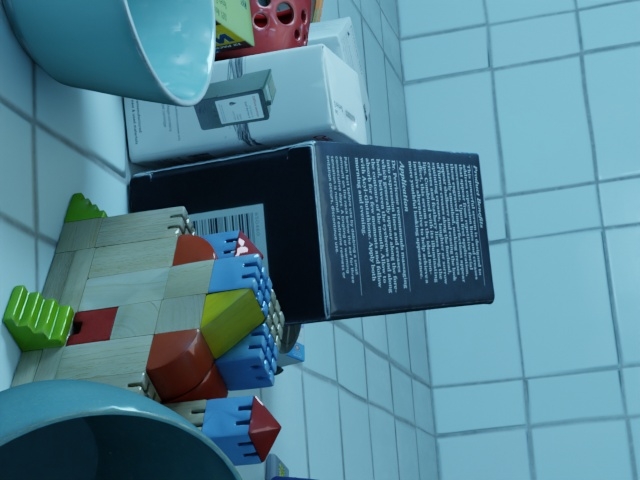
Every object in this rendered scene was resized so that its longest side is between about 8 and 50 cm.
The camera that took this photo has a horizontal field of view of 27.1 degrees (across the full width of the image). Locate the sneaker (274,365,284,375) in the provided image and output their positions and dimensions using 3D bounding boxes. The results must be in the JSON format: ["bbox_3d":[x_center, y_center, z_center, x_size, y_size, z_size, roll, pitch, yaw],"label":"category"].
[{"bbox_3d":[-0.074,0.180,2.122,0.031,0.035,0.083,57,29,-62],"label":"sneaker"}]

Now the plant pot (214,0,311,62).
[{"bbox_3d":[-0.110,-0.282,1.927,0.191,0.191,0.174,34,57,-72],"label":"plant pot"}]

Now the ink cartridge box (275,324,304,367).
[{"bbox_3d":[-0.071,0.126,2.075,0.088,0.052,0.122,27,55,-46],"label":"ink cartridge box"}]

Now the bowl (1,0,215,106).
[{"bbox_3d":[-0.240,-0.288,1.451,0.311,0.163,0.311,-7,90,-75],"label":"bowl"}]

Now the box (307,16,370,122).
[{"bbox_3d":[-0.026,-0.267,2.255,0.119,0.182,0.181,-68,147,-62],"label":"box"}]

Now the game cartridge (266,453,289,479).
[{"bbox_3d":[-0.067,0.374,2.088,0.083,0.017,0.056,59,30,-57],"label":"game cartridge"}]

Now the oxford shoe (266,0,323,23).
[{"bbox_3d":[-0.086,-0.496,2.352,0.133,0.130,0.363,-29,123,-40],"label":"oxford shoe"}]

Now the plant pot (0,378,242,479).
[{"bbox_3d":[-0.225,0.232,1.101,0.195,0.290,0.290,36,-35,58],"label":"plant pot"}]

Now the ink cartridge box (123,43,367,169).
[{"bbox_3d":[-0.093,-0.164,1.740,0.198,0.273,0.114,14,69,-75],"label":"ink cartridge box"}]

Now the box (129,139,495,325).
[{"bbox_3d":[0.000,0.000,1.727,0.395,0.294,0.211,-1,84,-54],"label":"box"}]

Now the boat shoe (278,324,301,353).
[{"bbox_3d":[-0.126,0.038,1.901,0.118,0.103,0.320,-64,142,-36],"label":"boat shoe"}]

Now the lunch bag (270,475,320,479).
[{"bbox_3d":[-0.041,0.397,2.018,0.065,0.098,0.067,94,-1,-46],"label":"lunch bag"}]

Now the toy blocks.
[{"bbox_3d":[-0.159,0.095,1.365,0.381,0.261,0.190,-83,160,-46],"label":"toy blocks"}]

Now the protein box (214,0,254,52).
[{"bbox_3d":[-0.189,-0.359,1.749,0.200,0.136,0.201,12,70,-76],"label":"protein box"}]
